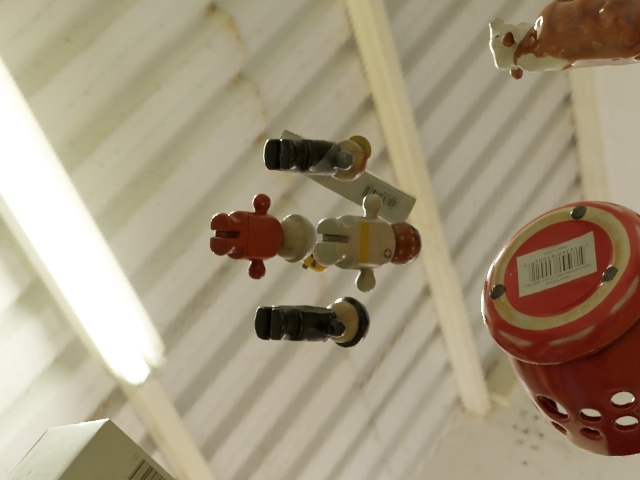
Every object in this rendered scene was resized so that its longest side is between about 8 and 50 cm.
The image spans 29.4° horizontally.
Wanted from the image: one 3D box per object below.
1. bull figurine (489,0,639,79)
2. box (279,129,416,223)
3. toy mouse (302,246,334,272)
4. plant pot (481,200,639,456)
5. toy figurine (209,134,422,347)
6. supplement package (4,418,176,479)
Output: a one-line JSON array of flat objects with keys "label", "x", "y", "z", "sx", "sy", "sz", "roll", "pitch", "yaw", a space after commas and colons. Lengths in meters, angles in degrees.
[{"label": "bull figurine", "x": 0.369, "y": -0.302, "z": 1.670, "sx": 0.101, "sy": 0.310, "sz": 0.188, "roll": 43, "pitch": -105, "yaw": -31}, {"label": "box", "x": 0.047, "y": -0.101, "z": 2.001, "sx": 0.058, "sy": 0.232, "sz": 0.322, "roll": -61, "pitch": -2, "yaw": 3}, {"label": "toy mouse", "x": 0.035, "y": 0.020, "z": 1.625, "sx": 0.161, "sy": 0.143, "sz": 0.031, "roll": 10, "pitch": -107, "yaw": -64}, {"label": "plant pot", "x": 0.251, "y": 0.075, "z": 1.102, "sx": 0.174, "sy": 0.191, "sz": 0.191, "roll": 45, "pitch": -110, "yaw": -38}, {"label": "toy figurine", "x": 0.000, "y": 0.000, "z": 1.379, "sx": 0.148, "sy": 0.213, "sz": 0.209, "roll": 3, "pitch": -47, "yaw": -42}, {"label": "supplement package", "x": -0.344, "y": 0.400, "z": 1.760, "sx": 0.199, "sy": 0.262, "sz": 0.198, "roll": 46, "pitch": -120, "yaw": -15}]
